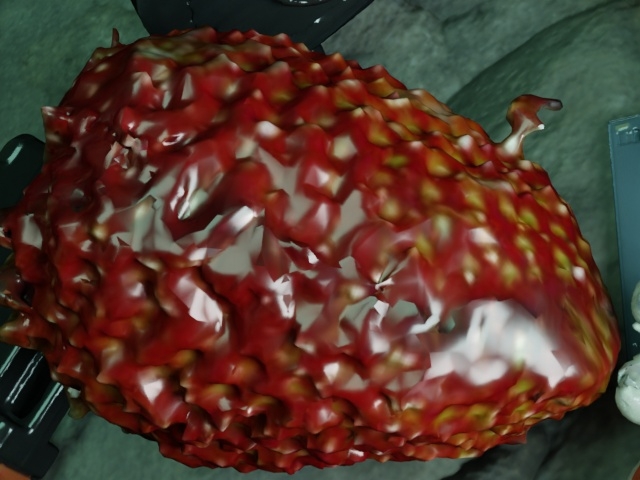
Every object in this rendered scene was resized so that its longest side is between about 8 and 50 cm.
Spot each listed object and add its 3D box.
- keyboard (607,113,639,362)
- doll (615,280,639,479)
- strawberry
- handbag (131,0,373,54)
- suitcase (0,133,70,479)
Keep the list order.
[{"bbox_3d":[0.201,-0.002,0.812,0.055,0.014,0.176,-15,56,26],"label":"keyboard"},{"bbox_3d":[0.208,0.105,0.690,0.149,0.095,0.192,-4,63,40],"label":"doll"},{"bbox_3d":[0.000,-0.002,0.807,0.343,0.292,0.292,-1,61,14],"label":"strawberry"},{"bbox_3d":[-0.029,-0.229,1.004,0.254,0.181,0.181,-40,41,9],"label":"handbag"},{"bbox_3d":[-0.238,0.067,1.039,0.206,0.066,0.285,24,78,42],"label":"suitcase"}]
